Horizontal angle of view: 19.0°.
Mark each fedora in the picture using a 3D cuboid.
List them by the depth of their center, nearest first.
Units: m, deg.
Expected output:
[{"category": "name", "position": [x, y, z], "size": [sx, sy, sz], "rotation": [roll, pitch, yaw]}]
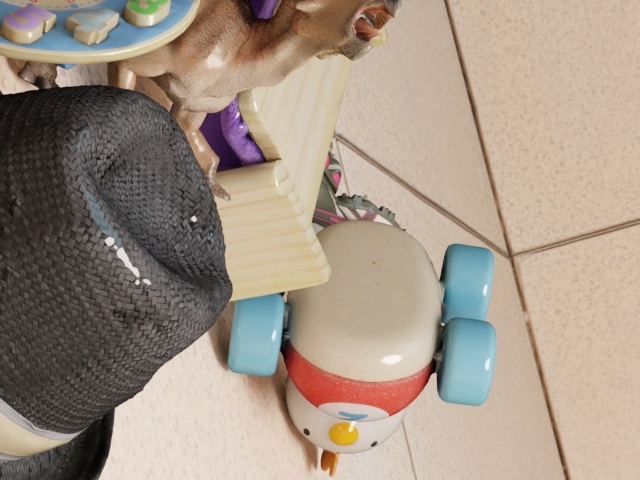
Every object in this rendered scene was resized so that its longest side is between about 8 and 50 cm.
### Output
[{"category": "fedora", "position": [-0.147, 0.006, 1.141], "size": [0.334, 0.152, 0.334], "rotation": [-16, 90, -75]}]

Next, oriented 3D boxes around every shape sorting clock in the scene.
[{"category": "shape sorting clock", "position": [-0.175, -0.171, 1.178], "size": [0.206, 0.206, 0.040], "rotation": [-83, -173, -58]}]

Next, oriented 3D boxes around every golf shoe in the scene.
[{"category": "golf shoe", "position": [0.000, 0.000, 1.862], "size": [0.273, 0.105, 0.120], "rotation": [45, 47, -52]}]

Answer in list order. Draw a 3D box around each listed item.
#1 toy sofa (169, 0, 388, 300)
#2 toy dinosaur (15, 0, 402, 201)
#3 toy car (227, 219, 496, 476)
[{"category": "toy sofa", "position": [-0.062, -0.127, 1.535], "size": [0.363, 0.150, 0.177], "rotation": [-76, 149, -49]}, {"category": "toy dinosaur", "position": [-0.098, -0.163, 1.292], "size": [0.295, 0.200, 0.127], "rotation": [31, 0, 9]}, {"category": "toy car", "position": [0.027, 0.125, 1.686], "size": [0.210, 0.219, 0.238], "rotation": [-85, -177, -55]}]
